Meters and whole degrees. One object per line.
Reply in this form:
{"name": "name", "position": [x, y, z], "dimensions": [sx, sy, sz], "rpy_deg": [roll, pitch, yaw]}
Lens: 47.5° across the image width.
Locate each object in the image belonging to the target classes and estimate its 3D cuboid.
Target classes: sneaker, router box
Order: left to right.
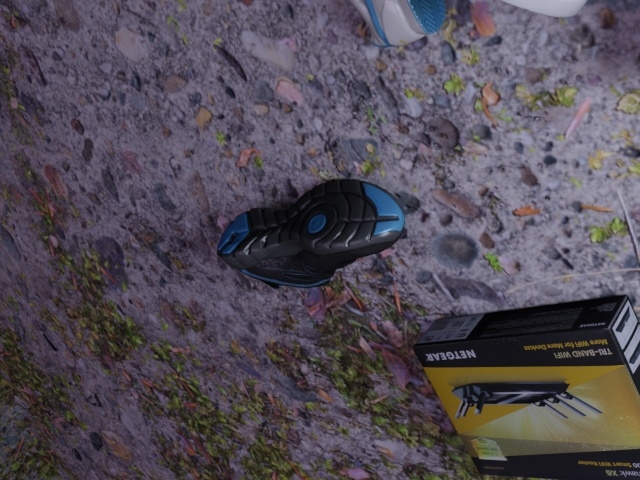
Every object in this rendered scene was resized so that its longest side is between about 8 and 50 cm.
{"name": "sneaker", "position": [0.000, 0.000, 1.127], "dimensions": [0.341, 0.125, 0.140], "rpy_deg": [-8, 141, 41]}
{"name": "sneaker", "position": [0.054, -0.331, 0.836], "dimensions": [0.092, 0.087, 0.228], "rpy_deg": [-12, 109, 47]}
{"name": "router box", "position": [0.312, 0.214, 1.009], "dimensions": [0.309, 0.081, 0.242], "rpy_deg": [-16, 108, 46]}

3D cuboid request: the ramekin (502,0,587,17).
{"name": "ramekin", "position": [0.176, -0.305, 0.666], "dimensions": [0.207, 0.207, 0.109], "rpy_deg": [38, 128, 14]}
